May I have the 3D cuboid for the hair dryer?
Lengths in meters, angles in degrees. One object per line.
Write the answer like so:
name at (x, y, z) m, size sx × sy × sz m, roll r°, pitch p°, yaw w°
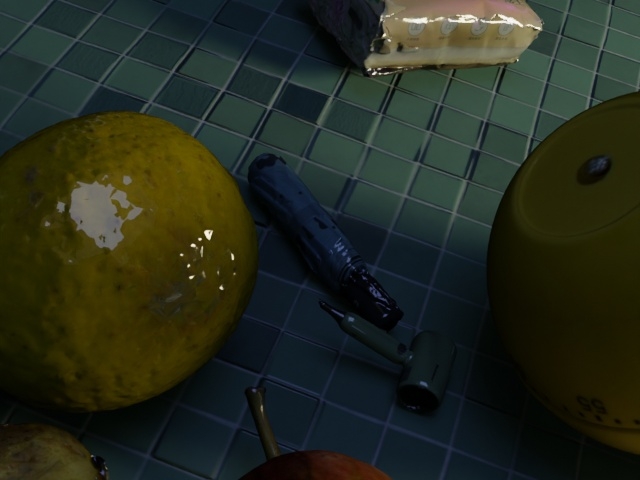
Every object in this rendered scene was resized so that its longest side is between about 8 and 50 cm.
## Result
hair dryer at (0.060, 0.097, 1.028) m, size 0.150 × 0.047 × 0.071 m, roll 34°, pitch 46°, yaw -10°

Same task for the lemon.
lemon at (-0.191, 0.023, 0.919) m, size 0.253 × 0.253 × 0.310 m, roll 41°, pitch 53°, yaw 22°

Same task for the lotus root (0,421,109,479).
lotus root at (-0.275, 0.239, 0.756) m, size 0.275 × 0.152 × 0.160 m, roll -23°, pitch 59°, yaw -39°

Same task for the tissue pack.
tissue pack at (0.126, -0.304, 1.402) m, size 0.257 × 0.123 × 0.215 m, roll -6°, pitch 47°, yaw -30°

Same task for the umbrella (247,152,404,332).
umbrella at (-0.002, 0.001, 1.123) m, size 0.053 × 0.052 × 0.250 m, roll -42°, pitch 61°, yaw 9°

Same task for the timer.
timer at (0.348, 0.052, 1.010) m, size 0.387 × 0.376 × 0.376 m, roll 47°, pitch 34°, yaw -33°

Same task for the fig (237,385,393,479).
fig at (-0.007, 0.247, 0.832) m, size 0.204 × 0.186 × 0.249 m, roll 26°, pitch 0°, yaw -17°
